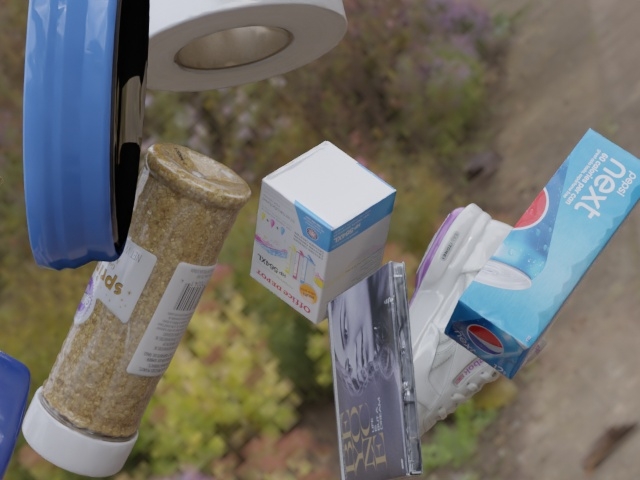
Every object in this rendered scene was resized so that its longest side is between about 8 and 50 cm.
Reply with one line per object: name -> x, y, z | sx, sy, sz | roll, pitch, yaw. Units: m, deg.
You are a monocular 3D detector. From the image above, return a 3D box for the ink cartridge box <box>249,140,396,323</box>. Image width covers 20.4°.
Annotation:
ink cartridge box -> 0.000, 0.000, 1.661 | 0.090, 0.092, 0.143 | -33, -34, -36

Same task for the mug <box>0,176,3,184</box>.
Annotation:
mug -> -0.362, -0.050, 1.780 | 0.064, 0.062, 0.078 | -61, -4, -8

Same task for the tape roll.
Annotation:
tape roll -> -0.115, -0.276, 2.161 | 0.286, 0.100, 0.286 | -11, -12, -2

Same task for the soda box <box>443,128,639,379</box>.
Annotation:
soda box -> 0.191, 0.009, 1.470 | 0.210, 0.071, 0.067 | -50, -12, -27

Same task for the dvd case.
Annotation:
dvd case -> 0.040, 0.116, 1.444 | 0.018, 0.164, 0.221 | -3, -10, -12

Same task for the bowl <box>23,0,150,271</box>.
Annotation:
bowl -> -0.211, -0.165, 1.659 | 0.391, 0.077, 0.391 | -177, 90, -88

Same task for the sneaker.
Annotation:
sneaker -> 0.139, 0.122, 1.801 | 0.114, 0.152, 0.305 | 38, -103, -86

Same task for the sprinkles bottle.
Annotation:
sprinkles bottle -> -0.197, 0.076, 1.888 | 0.121, 0.121, 0.355 | -84, 19, -73

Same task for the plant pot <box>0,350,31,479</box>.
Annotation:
plant pot -> -0.346, 0.178, 1.147 | 0.236, 0.236, 0.212 | -49, 27, 28
